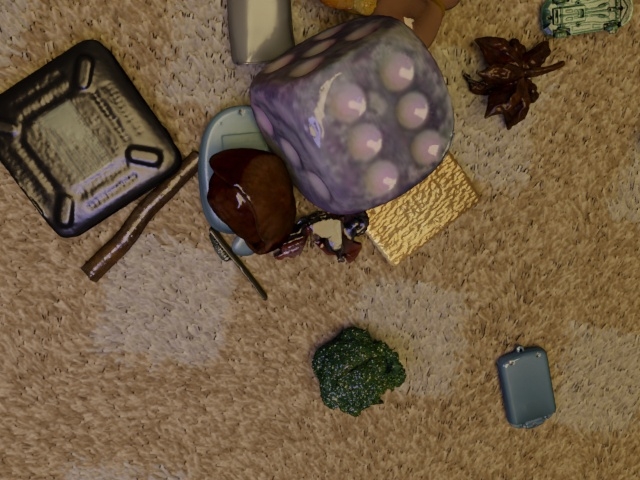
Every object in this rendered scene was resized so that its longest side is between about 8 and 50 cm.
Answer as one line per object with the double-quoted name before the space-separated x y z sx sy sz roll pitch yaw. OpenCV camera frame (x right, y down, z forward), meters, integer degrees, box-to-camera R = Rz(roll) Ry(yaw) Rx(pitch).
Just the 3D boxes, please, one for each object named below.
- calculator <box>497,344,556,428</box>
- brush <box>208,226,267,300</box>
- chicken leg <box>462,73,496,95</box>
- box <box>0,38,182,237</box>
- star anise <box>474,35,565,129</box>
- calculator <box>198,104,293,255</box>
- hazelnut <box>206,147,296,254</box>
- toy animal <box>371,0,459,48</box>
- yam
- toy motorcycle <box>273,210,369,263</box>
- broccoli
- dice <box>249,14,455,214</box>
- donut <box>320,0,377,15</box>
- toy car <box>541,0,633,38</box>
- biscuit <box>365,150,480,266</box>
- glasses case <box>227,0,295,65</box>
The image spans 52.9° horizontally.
"calculator" 0.479 0.339 1.490 0.121 0.039 0.210 -16 103 -9
"brush" -0.174 0.052 1.322 0.028 0.034 0.190 -35 105 8
"chicken leg" 0.332 -0.323 1.347 0.083 0.021 0.036 12 106 -15
"box" -0.447 -0.186 1.201 0.289 0.073 0.290 -33 100 -2
"star anise" 0.391 -0.333 1.304 0.196 0.111 0.212 23 92 -21
"calculator" -0.146 -0.114 1.277 0.188 0.042 0.302 -10 106 -18
"hazelnut" -0.125 -0.070 1.172 0.161 0.170 0.201 -5 109 -5
"toy animal" 0.182 -0.460 1.237 0.165 0.149 0.248 27 107 -29
"yam" -0.345 -0.049 1.266 0.327 0.045 0.045 -47 139 0
"toy motorcycle" 0.000 0.000 1.310 0.213 0.084 0.118 -10 110 -10
"broccoli" 0.077 0.275 1.352 0.195 0.195 0.156 -54 139 3
"dice" 0.054 -0.225 1.158 0.270 0.271 0.270 -35 118 -13
"donut" 0.045 -0.544 1.193 0.152 0.101 0.259 16 94 29
"toy car" 0.552 -0.470 1.340 0.186 0.058 0.093 -7 103 3
"biscuit" 0.205 -0.074 1.366 0.250 0.030 0.160 -39 103 -1
"glasses case" -0.113 -0.484 1.206 0.128 0.083 0.308 -3 101 -16
